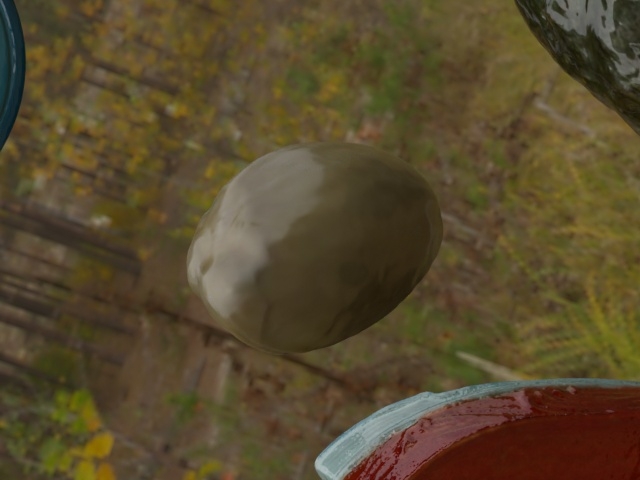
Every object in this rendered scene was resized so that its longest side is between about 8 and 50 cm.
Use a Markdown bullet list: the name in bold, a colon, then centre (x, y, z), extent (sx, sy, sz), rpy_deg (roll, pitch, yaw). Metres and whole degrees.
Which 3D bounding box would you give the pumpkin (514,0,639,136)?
- **pumpkin**: centre (0.285, -0.207, 1.084), extent (0.256, 0.303, 0.225), rpy_deg (-43, 42, -7)

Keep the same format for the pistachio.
- **pistachio**: centre (0.000, 0.000, 1.001), extent (0.226, 0.136, 0.136), rpy_deg (-21, -32, -50)

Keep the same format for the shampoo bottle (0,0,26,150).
- **shampoo bottle**: centre (-0.502, -0.211, 1.465), extent (0.342, 0.331, 0.331), rpy_deg (37, 108, 53)

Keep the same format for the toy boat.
- **toy boat**: centre (0.159, 0.182, 1.233), extent (0.133, 0.332, 0.145), rpy_deg (-147, 57, -66)
